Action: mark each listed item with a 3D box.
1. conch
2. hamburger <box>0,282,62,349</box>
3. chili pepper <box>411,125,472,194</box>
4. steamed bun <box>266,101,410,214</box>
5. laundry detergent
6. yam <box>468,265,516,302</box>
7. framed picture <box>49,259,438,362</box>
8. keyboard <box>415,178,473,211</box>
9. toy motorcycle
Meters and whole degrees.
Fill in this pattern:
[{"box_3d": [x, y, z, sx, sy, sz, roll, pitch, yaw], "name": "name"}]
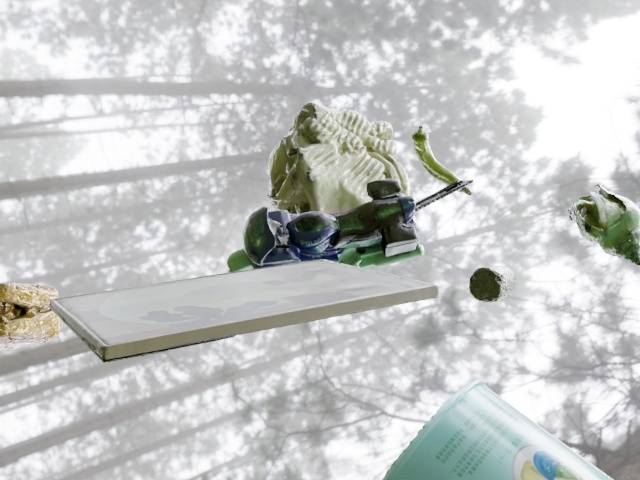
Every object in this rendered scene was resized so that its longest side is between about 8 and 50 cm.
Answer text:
[{"box_3d": [0.467, -0.029, 1.131, 0.201, 0.094, 0.080, -119, -167, -60], "name": "conch"}, {"box_3d": [-0.522, 0.120, 1.102, 0.213, 0.213, 0.108, -21, -104, 51], "name": "hamburger"}, {"box_3d": [0.250, -0.162, 1.510, 0.208, 0.049, 0.043, 47, 0, -27], "name": "chili pepper"}, {"box_3d": [0.026, -0.113, 1.417, 0.207, 0.280, 0.268, 131, -37, -50], "name": "steamed bun"}, {"box_3d": [0.216, 0.356, 0.755, 0.305, 0.287, 0.287, 35, -53, 25], "name": "laundry detergent"}, {"box_3d": [0.365, 0.090, 1.470, 0.078, 0.179, 0.078, -1, -92, 26], "name": "yam"}, {"box_3d": [-0.049, 0.035, 0.429, 0.136, 0.200, 0.010, 12, -74, 59], "name": "framed picture"}, {"box_3d": [0.227, -0.082, 1.452, 0.018, 0.195, 0.060, 65, -15, -7], "name": "keyboard"}, {"box_3d": [0.000, 0.000, 1.138, 0.196, 0.331, 0.125, 79, -4, -62], "name": "toy motorcycle"}]
